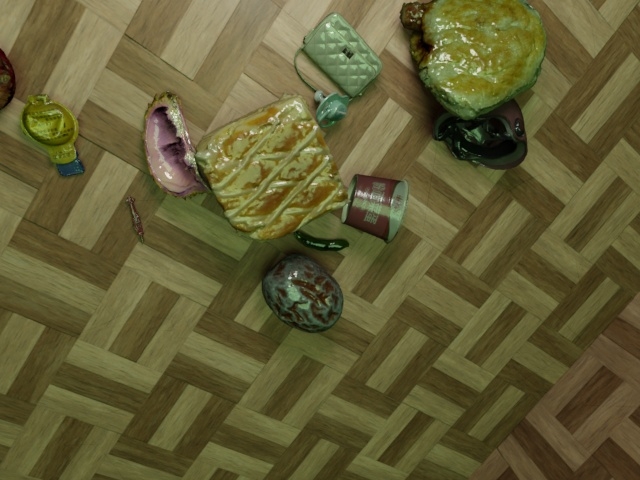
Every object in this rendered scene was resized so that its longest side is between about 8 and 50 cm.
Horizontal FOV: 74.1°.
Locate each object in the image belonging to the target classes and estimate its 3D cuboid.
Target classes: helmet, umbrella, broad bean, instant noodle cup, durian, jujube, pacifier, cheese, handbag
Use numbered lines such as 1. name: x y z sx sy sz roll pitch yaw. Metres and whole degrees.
1. helmet: 0.549 -0.400 1.430 0.338 0.271 0.197 23 75 -20
2. umbrella: -0.618 -0.069 1.421 0.027 0.025 0.165 -4 111 13
3. broad bean: -0.003 0.005 1.570 0.227 0.039 0.069 17 100 -17
4. instant noodle cup: 0.182 -0.121 1.469 0.179 0.235 0.234 14 107 -7
5. durian: -0.455 -0.285 1.331 0.191 0.112 0.341 -15 101 26
6. jujube: -0.067 0.192 1.531 0.308 0.215 0.246 30 101 -19
7. pacifier: 0.020 -0.431 1.360 0.116 0.150 0.126 44 125 17
8. cheese: -0.796 -0.311 1.272 0.157 0.064 0.250 -11 122 -7
9. handbag: 0.050 -0.560 1.348 0.256 0.079 0.219 38 111 -20

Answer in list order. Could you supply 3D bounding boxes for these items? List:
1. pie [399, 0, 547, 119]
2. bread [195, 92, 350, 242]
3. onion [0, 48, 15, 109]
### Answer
1. pie: 0.468 -0.570 1.279 0.395 0.180 0.418 -20 74 -3
2. bread: -0.145 -0.226 1.327 0.390 0.279 0.371 -25 115 -4
3. onion: -0.955 -0.442 1.120 0.246 0.190 0.246 -14 124 -22
